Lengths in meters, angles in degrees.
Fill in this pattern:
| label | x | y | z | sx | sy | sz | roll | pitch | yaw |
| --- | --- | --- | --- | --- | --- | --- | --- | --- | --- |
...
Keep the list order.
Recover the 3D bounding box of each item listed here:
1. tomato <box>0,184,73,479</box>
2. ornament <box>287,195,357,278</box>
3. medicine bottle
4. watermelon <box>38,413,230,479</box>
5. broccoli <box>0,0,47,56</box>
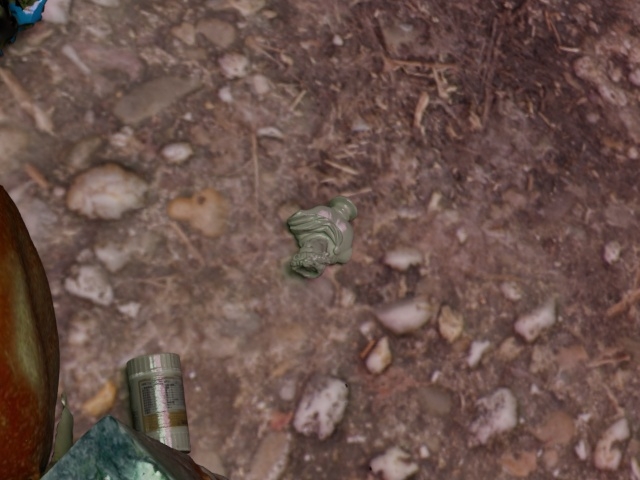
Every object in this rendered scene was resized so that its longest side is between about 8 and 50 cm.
| label | x | y | z | sx | sy | sz | roll | pitch | yaw |
| --- | --- | --- | --- | --- | --- | --- | --- | --- | --- |
| tomato | -0.299 | 0.096 | 0.810 | 0.303 | 0.303 | 0.239 | -35 | 108 | -31 |
| ornament | 0.002 | -0.002 | 1.134 | 0.068 | 0.041 | 0.092 | 20 | 55 | -25 |
| medicine bottle | -0.136 | 0.140 | 1.012 | 0.047 | 0.047 | 0.083 | -2 | 73 | -27 |
| watermelon | -0.077 | 0.286 | 0.862 | 0.228 | 0.258 | 0.387 | -41 | 107 | 4 |
| broccoli | -0.287 | -0.223 | 1.004 | 0.154 | 0.160 | 0.167 | 60 | 43 | -29 |
